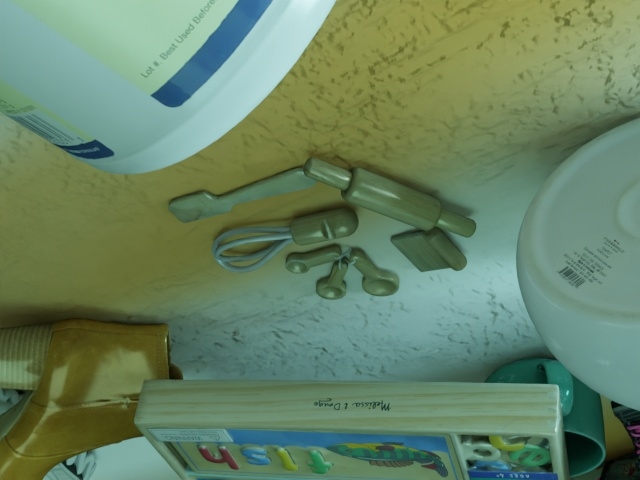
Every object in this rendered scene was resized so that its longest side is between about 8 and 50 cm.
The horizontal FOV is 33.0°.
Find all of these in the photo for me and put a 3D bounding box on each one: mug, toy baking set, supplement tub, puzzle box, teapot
[{"bbox_3d":[0.237,0.176,1.126,0.129,0.097,0.158,24,140,-25],"label":"mug"},{"bbox_3d":[0.005,-0.003,0.952,0.256,0.030,0.197,22,142,-24],"label":"toy baking set"},{"bbox_3d":[-0.159,-0.202,0.502,0.235,0.235,0.325,-26,135,36],"label":"supplement tub"},{"bbox_3d":[0.045,0.228,1.106,0.409,0.052,0.272,-2,145,16],"label":"puzzle box"},{"bbox_3d":[0.278,0.040,0.779,0.253,0.256,0.187,-7,132,33],"label":"teapot"}]

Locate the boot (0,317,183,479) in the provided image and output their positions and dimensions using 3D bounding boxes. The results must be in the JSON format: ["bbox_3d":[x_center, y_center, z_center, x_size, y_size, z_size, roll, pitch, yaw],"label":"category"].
[{"bbox_3d":[-0.253,0.207,1.178,0.211,0.104,0.295,3,126,-5],"label":"boot"}]

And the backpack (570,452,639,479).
[{"bbox_3d":[0.382,0.351,1.314,0.188,0.144,0.166,-24,112,47],"label":"backpack"}]

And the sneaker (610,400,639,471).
[{"bbox_3d":[0.368,0.217,1.190,0.063,0.074,0.170,-16,140,27],"label":"sneaker"}]

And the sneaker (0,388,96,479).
[{"bbox_3d":[-0.373,0.267,1.312,0.110,0.118,0.292,-8,142,21],"label":"sneaker"}]
